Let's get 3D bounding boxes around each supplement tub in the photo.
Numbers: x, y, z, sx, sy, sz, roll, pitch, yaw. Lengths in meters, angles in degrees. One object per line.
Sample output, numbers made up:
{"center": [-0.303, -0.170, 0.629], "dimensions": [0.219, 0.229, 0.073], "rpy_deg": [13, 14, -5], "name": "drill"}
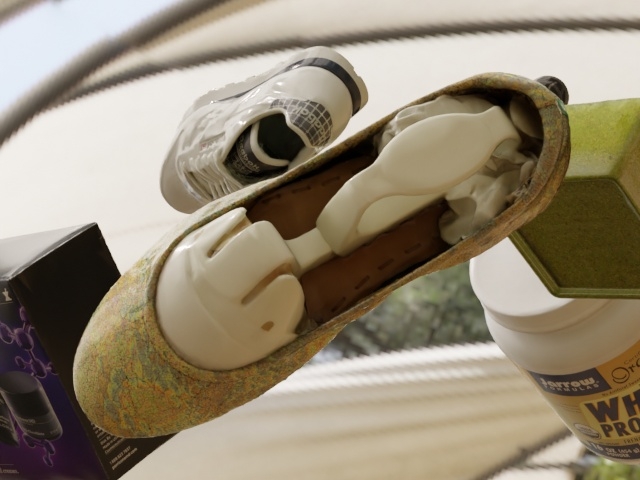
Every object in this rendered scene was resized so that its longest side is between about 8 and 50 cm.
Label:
{"center": [0.330, 0.094, 1.794], "dimensions": [0.316, 0.228, 0.228], "rpy_deg": [47, -122, -38], "name": "supplement tub"}

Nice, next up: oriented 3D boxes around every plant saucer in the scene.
{"center": [0.196, -0.016, 1.106], "dimensions": [0.188, 0.188, 0.045], "rpy_deg": [49, -122, -31], "name": "plant saucer"}

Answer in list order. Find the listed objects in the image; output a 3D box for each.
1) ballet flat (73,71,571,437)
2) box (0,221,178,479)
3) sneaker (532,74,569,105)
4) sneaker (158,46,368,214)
{"center": [0.000, 0.000, 0.929], "dimensions": [0.348, 0.123, 0.123], "rpy_deg": [-29, -22, -8], "name": "ballet flat"}
{"center": [-0.255, 0.098, 1.263], "dimensions": [0.103, 0.261, 0.184], "rpy_deg": [-34, -72, -42], "name": "box"}
{"center": [0.202, -0.128, 1.584], "dimensions": [0.170, 0.063, 0.075], "rpy_deg": [-36, -24, -29], "name": "sneaker"}
{"center": [-0.066, -0.073, 1.242], "dimensions": [0.235, 0.090, 0.095], "rpy_deg": [-32, 22, 45], "name": "sneaker"}
